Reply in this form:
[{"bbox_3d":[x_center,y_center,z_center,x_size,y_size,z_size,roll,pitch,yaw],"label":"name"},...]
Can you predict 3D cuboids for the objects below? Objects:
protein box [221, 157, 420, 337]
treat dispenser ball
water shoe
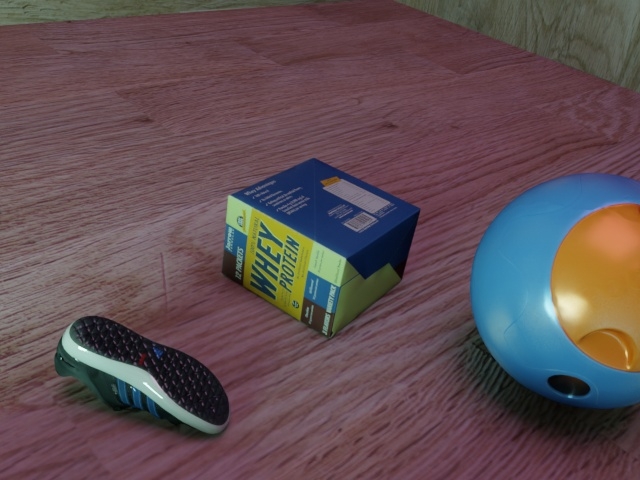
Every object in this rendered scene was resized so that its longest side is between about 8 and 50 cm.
[{"bbox_3d":[0.000,0.000,0.979,0.201,0.136,0.199,28,37,26],"label":"protein box"},{"bbox_3d":[0.332,0.061,0.836,0.288,0.288,0.288,7,32,-5],"label":"treat dispenser ball"},{"bbox_3d":[-0.194,0.157,0.745,0.203,0.080,0.073,34,35,-8],"label":"water shoe"}]
